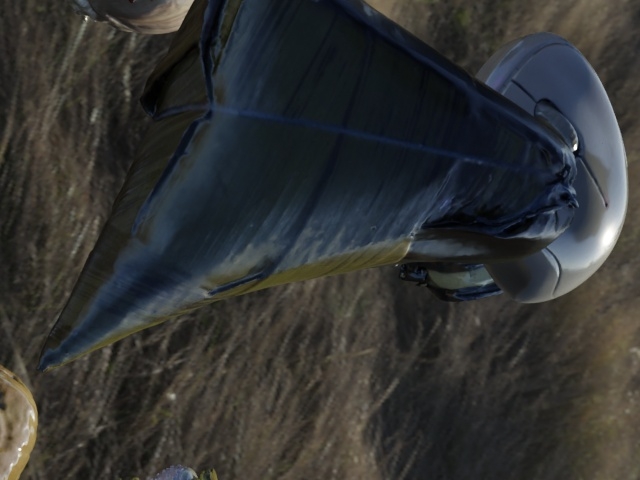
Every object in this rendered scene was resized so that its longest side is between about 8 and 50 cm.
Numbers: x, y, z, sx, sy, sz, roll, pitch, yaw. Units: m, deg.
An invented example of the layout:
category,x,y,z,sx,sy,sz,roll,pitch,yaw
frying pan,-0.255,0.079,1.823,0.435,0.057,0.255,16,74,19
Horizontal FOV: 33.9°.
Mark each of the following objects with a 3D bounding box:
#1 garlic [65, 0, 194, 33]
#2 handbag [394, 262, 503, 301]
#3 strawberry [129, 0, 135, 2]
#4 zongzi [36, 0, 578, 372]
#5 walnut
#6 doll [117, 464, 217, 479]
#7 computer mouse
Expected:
category,x,y,z,sx,sy,sz,roll,pitch,yaw
garlic,-0.260,-0.419,1.473,0.259,0.317,0.317,-46,118,-6
handbag,0.168,-0.026,1.369,0.254,0.181,0.181,-126,-159,-69
strawberry,-0.200,-0.332,1.155,0.086,0.145,0.145,34,42,-73
zongzi,0.000,0.000,0.650,0.286,0.138,0.300,32,69,-17
walnut,-0.436,0.213,1.168,0.228,0.228,0.228,29,50,-43
doll,-0.274,0.426,1.772,0.129,0.207,0.081,29,49,-78
computer mouse,0.214,-0.048,0.977,0.184,0.121,0.297,-47,145,-19
